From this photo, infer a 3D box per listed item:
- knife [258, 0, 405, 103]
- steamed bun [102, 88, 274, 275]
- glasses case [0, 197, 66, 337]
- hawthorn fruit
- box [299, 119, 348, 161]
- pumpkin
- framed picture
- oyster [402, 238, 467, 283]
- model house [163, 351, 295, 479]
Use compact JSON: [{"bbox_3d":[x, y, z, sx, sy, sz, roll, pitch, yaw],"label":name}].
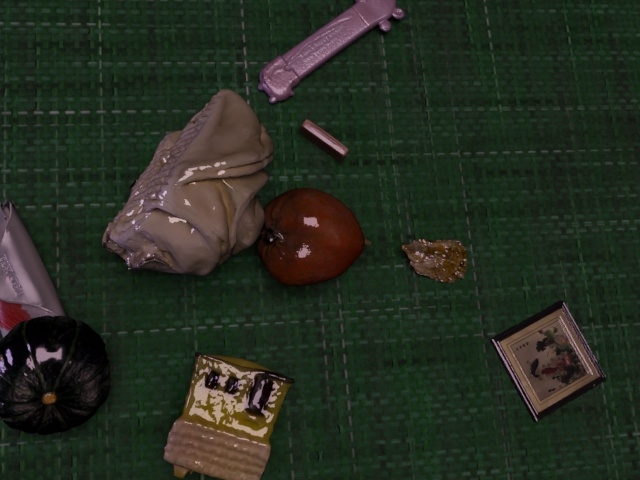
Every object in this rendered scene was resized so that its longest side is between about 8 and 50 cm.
[{"bbox_3d":[0.018,-0.447,1.782,0.398,0.038,0.132,-39,84,-15],"label":"knife"},{"bbox_3d":[-0.217,-0.078,1.530,0.237,0.346,0.394,37,104,-22],"label":"steamed bun"},{"bbox_3d":[-0.589,0.071,1.517,0.128,0.083,0.308,-26,82,-16],"label":"glasses case"},{"bbox_3d":[0.000,0.000,1.602,0.251,0.199,0.199,8,74,-29],"label":"hawthorn fruit"},{"bbox_3d":[0.008,-0.216,1.716,0.115,0.048,0.025,36,77,1],"label":"box"},{"bbox_3d":[-0.486,0.242,1.434,0.220,0.162,0.220,-6,115,-13],"label":"pumpkin"},{"bbox_3d":[0.488,0.254,1.704,0.195,0.010,0.199,-25,82,-15],"label":"framed picture"},{"bbox_3d":[0.252,0.033,1.708,0.146,0.045,0.121,44,59,2],"label":"oyster"},{"bbox_3d":[-0.176,0.340,1.497,0.193,0.175,0.234,18,84,-6],"label":"model house"}]
